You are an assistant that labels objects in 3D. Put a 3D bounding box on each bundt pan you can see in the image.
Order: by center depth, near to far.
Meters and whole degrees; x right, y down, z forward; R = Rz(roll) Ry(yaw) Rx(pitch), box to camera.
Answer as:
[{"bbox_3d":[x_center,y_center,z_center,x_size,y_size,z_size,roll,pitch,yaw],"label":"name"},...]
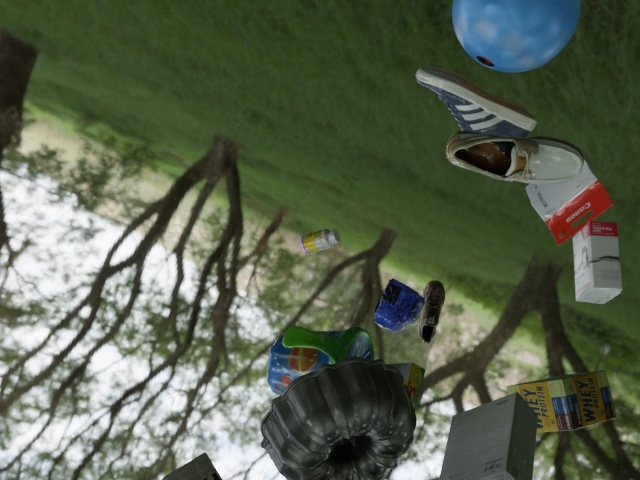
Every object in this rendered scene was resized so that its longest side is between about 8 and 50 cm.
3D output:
[{"bbox_3d":[0.049,0.398,1.528,0.331,0.331,0.124,19,-154,-33],"label":"bundt pan"}]

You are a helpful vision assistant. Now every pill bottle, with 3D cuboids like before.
[{"bbox_3d":[0.000,0.000,1.646,0.083,0.043,0.043,-16,165,26],"label":"pill bottle"}]

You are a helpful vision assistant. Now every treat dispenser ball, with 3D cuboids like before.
[{"bbox_3d":[0.450,-0.535,1.748,0.288,0.288,0.288,21,-177,-1],"label":"treat dispenser ball"}]

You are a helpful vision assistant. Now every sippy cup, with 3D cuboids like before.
[{"bbox_3d":[-0.006,0.328,1.922,0.224,0.305,0.240,4,-160,26],"label":"sippy cup"}]

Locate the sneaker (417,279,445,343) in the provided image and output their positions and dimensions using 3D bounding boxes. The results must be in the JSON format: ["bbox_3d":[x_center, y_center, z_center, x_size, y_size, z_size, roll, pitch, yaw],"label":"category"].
[{"bbox_3d":[0.318,0.205,2.133,0.066,0.188,0.071,4,-152,-4],"label":"sneaker"}]

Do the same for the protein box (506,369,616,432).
[{"bbox_3d":[0.670,0.450,2.110,0.201,0.136,0.200,-2,167,-36],"label":"protein box"}]

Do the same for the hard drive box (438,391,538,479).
[{"bbox_3d":[0.362,0.460,1.629,0.089,0.181,0.232,49,-144,-15],"label":"hard drive box"}]

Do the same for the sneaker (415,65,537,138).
[{"bbox_3d":[0.381,-0.323,1.955,0.350,0.148,0.131,23,-152,-13],"label":"sneaker"}]

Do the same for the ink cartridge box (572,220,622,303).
[{"bbox_3d":[0.585,0.048,1.603,0.063,0.150,0.109,4,160,0],"label":"ink cartridge box"}]

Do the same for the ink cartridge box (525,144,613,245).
[{"bbox_3d":[0.668,-0.125,2.051,0.066,0.189,0.232,33,-149,-22],"label":"ink cartridge box"}]

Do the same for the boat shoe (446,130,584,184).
[{"bbox_3d":[0.427,-0.175,1.662,0.302,0.113,0.103,6,-161,8],"label":"boat shoe"}]

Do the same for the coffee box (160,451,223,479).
[{"bbox_3d":[-0.197,0.530,1.369,0.098,0.141,0.246,-26,-109,-33],"label":"coffee box"}]

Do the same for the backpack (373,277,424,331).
[{"bbox_3d":[0.192,0.168,1.873,0.101,0.120,0.098,29,178,33],"label":"backpack"}]

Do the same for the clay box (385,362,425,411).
[{"bbox_3d":[0.176,0.416,1.876,0.053,0.222,0.127,31,153,-29],"label":"clay box"}]
